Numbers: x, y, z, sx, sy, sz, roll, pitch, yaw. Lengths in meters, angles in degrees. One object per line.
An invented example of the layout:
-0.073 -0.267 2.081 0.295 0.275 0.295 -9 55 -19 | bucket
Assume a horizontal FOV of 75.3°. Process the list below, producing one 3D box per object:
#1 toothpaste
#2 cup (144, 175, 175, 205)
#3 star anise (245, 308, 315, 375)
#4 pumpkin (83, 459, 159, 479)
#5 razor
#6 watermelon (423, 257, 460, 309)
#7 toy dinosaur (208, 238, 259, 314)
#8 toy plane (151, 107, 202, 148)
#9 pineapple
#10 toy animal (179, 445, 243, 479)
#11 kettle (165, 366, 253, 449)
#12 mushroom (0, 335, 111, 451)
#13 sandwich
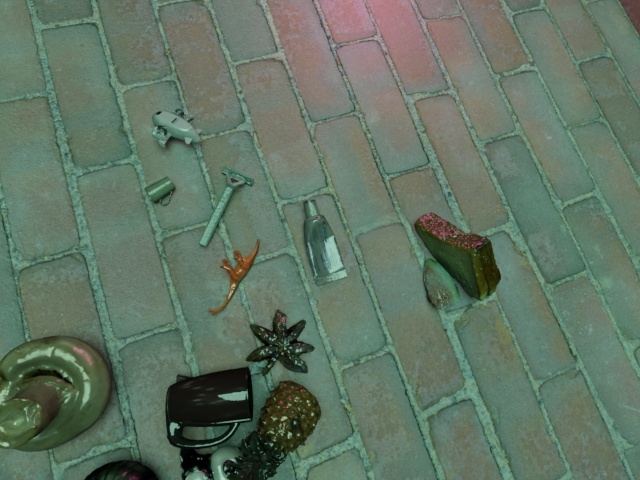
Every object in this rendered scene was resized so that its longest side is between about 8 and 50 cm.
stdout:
-0.002 0.001 1.375 0.099 0.068 0.282 -18 84 15 | toothpaste
-0.509 -0.158 1.334 0.083 0.054 0.075 -37 83 -18 | cup
-0.120 0.308 1.263 0.212 0.073 0.196 0 78 -12 | star anise
-0.515 0.684 1.031 0.250 0.216 0.249 -3 52 4 | pumpkin
-0.323 -0.108 1.349 0.111 0.056 0.277 24 73 -4 | razor
0.400 0.146 1.395 0.094 0.081 0.180 -11 61 4 | watermelon
-0.272 0.102 1.301 0.101 0.055 0.279 47 69 -19 | toy dinosaur
-0.480 -0.373 1.383 0.174 0.080 0.174 9 57 -14 | toy plane
-0.136 0.541 1.099 0.169 0.169 0.340 40 48 3 | pineapple
-0.279 0.627 1.118 0.179 0.138 0.166 -7 93 -6 | toy animal
-0.308 0.465 1.156 0.232 0.144 0.202 -6 67 -5 | kettle
-0.698 0.384 1.036 0.293 0.290 0.292 2 79 -11 | mushroom
0.463 0.054 1.403 0.100 0.288 0.254 -39 128 -10 | sandwich
